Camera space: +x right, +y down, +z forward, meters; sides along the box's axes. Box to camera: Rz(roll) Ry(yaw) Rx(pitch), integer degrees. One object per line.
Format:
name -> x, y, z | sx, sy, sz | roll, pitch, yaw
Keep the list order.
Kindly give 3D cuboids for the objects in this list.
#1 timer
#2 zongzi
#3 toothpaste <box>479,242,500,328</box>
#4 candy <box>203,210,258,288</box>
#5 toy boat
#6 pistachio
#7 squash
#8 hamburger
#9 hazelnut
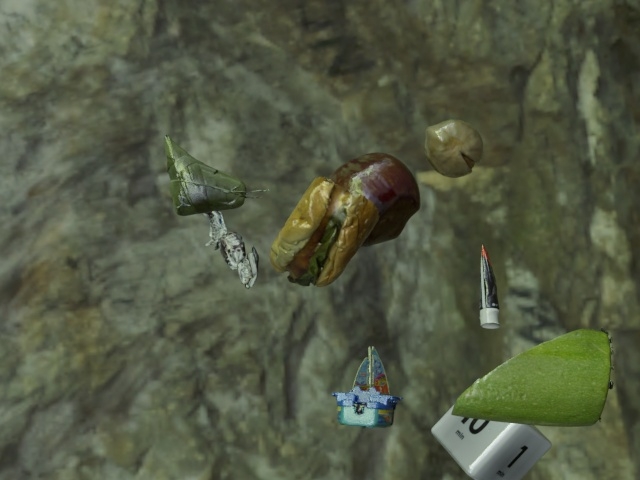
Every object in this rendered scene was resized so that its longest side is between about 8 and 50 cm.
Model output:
timer -> 0.439, 0.507, 2.622 | 0.194, 0.195, 0.192 | 38, -174, -40
zongzi -> -0.161, -0.111, 1.579 | 0.062, 0.154, 0.131 | 52, -150, -85
toothpaste -> 0.388, 0.105, 2.364 | 0.071, 0.045, 0.194 | 48, -141, -60
candy -> -0.171, 0.009, 1.927 | 0.051, 0.226, 0.094 | -15, -53, -23
toy boat -> 0.070, 0.197, 1.371 | 0.175, 0.091, 0.110 | 40, -127, -74
pistachio -> 0.278, -0.193, 2.130 | 0.185, 0.124, 0.125 | 22, -117, -76
squash -> 0.369, 0.231, 1.806 | 0.189, 0.260, 0.189 | 6, -90, -88
hamburger -> -0.003, 0.001, 2.142 | 0.209, 0.162, 0.330 | -58, 3, -9
hazelnut -> 0.115, -0.095, 2.429 | 0.233, 0.218, 0.218 | -32, -61, -19
